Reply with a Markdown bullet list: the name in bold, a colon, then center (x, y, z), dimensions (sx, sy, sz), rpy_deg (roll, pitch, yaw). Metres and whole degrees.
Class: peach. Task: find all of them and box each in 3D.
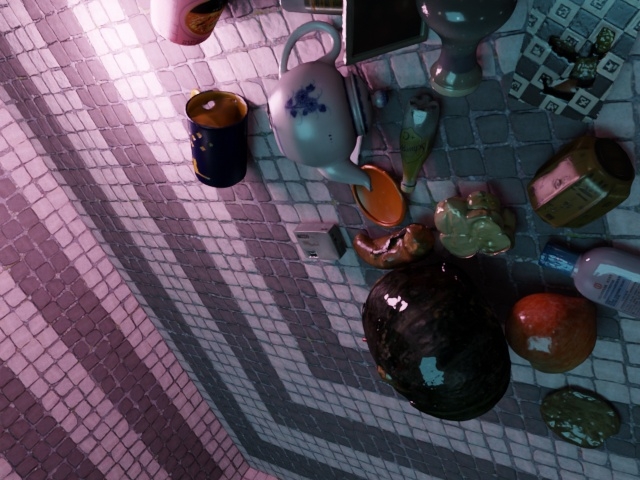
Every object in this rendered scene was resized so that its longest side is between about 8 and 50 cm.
- **peach**: center (0.593, 0.222, 1.479), dimensions (0.233, 0.232, 0.232), rpy_deg (24, 140, 22)

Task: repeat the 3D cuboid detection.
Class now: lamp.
- **lamp**: center (0.533, -0.117, 1.204), dimensions (0.161, 0.161, 0.185), rpy_deg (43, 143, -2)

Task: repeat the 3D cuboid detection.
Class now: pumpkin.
- **pumpkin**: center (0.305, 0.272, 1.582), dimensions (0.454, 0.344, 0.454), rpy_deg (62, 177, 5)

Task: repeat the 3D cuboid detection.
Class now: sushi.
- **sushi**: center (0.479, -0.365, 1.090), dimensions (0.193, 0.043, 0.279), rpy_deg (25, 140, 21)

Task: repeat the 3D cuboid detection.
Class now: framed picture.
- **framed picture**: center (0.133, -0.500, 1.133), dimensions (0.020, 0.211, 0.289), rpy_deg (50, 154, 38)

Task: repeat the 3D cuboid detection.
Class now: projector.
- **projector**: center (0.000, 0.000, 1.862), dimensions (0.147, 0.061, 0.115), rpy_deg (2, 127, 40)

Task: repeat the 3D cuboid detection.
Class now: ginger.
- **ginger**: center (0.216, 0.020, 1.651), dimensions (0.133, 0.106, 0.309), rpy_deg (23, 157, -25)

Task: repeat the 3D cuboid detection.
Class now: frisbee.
- **frisbee**: center (0.165, -0.125, 1.608), dimensions (0.192, 0.035, 0.192), rpy_deg (34, 143, 31)

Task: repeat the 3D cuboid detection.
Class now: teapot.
- **teapot**: center (0.025, -0.310, 1.399), dimensions (0.280, 0.252, 0.423), rpy_deg (-14, 97, 7)
- **teapot**: center (0.274, -0.407, 1.136), dimensions (0.184, 0.183, 0.250), rpy_deg (24, 150, 21)

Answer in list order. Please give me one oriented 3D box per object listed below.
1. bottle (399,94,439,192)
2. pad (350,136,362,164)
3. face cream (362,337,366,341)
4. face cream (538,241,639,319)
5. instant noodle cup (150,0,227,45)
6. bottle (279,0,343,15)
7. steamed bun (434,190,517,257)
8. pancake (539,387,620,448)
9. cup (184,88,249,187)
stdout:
- **bottle**: center (0.231, -0.222, 1.419), dimensions (0.083, 0.083, 0.269), rpy_deg (25, 141, 21)
- **pad**: center (0.042, -0.292, 1.562), dimensions (0.157, 0.004, 0.231), rpy_deg (26, 135, 20)
- **face cream**: center (0.188, 0.363, 2.095), dimensions (0.083, 0.021, 0.040), rpy_deg (4, 129, 39)
- **face cream**: center (0.677, 0.090, 1.343), dimensions (0.337, 0.080, 0.162), rpy_deg (23, 140, 23)
- **instant noodle cup**: center (-0.317, -0.616, 1.413), dimensions (0.244, 0.244, 0.255), rpy_deg (42, 152, -1)
- **bottle**: center (0.043, -0.533, 1.272), dimensions (0.286, 0.082, 0.082), rpy_deg (16, 136, 29)
- **steamed bun**: center (0.379, -0.053, 1.445), dimensions (0.178, 0.106, 0.192), rpy_deg (-19, 122, 45)
- **pancake**: center (0.766, 0.522, 1.733), dimensions (0.223, 0.042, 0.236), rpy_deg (20, 135, 33)
- **cup**: center (-0.307, -0.325, 1.766), dimensions (0.179, 0.254, 0.256), rpy_deg (0, 142, -8)
